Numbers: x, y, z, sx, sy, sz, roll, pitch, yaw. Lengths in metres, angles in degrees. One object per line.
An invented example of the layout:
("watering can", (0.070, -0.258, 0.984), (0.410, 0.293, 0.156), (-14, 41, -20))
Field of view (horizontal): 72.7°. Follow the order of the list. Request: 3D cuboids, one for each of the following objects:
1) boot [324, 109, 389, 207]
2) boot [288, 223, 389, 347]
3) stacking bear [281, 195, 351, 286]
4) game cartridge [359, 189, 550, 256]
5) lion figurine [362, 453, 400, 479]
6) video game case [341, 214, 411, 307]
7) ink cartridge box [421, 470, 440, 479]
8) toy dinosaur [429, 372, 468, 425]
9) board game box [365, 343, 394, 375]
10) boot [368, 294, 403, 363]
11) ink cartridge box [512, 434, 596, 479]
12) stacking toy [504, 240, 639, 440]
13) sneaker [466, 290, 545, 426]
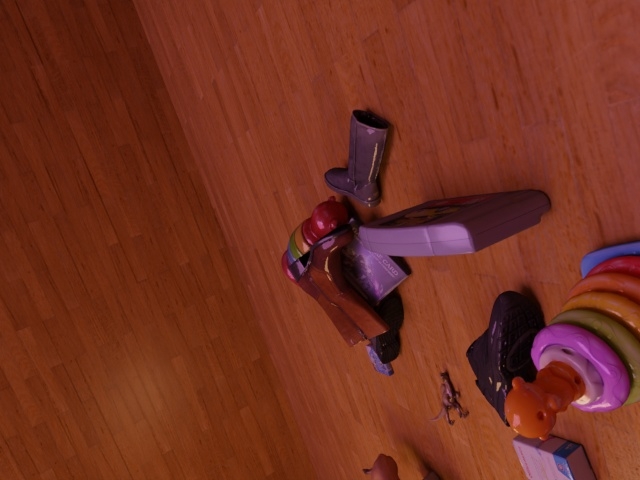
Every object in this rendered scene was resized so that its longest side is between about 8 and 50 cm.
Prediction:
("boot", (0.076, -0.196, 0.997), (0.189, 0.076, 0.209), (30, 146, 34))
("boot", (0.067, 0.122, 1.076), (0.281, 0.096, 0.264), (51, 129, 4))
("stacking bear", (0.000, 0.000, 1.240), (0.289, 0.164, 0.176), (120, 159, -49))
("game cartridge", (0.197, -0.027, 0.739), (0.294, 0.195, 0.060), (0, 113, 64))
("lion figurine", (0.229, 0.775, 1.313), (0.392, 0.142, 0.241), (39, 135, 56))
("video game case", (0.079, 0.092, 1.131), (0.196, 0.026, 0.274), (47, 128, 9))
("ink cartridge box", (0.362, 0.820, 1.329), (0.175, 0.072, 0.128), (50, 152, 33))
("toy dinosaur", (0.321, 0.410, 1.086), (0.093, 0.053, 0.183), (-122, 27, -58))
("board game box", (0.184, 0.372, 1.361), (0.090, 0.020, 0.090), (-14, 97, 67))
("boot", (0.151, 0.219, 1.223), (0.161, 0.083, 0.247), (49, 150, 47))
("ink cartridge box", (0.438, 0.418, 0.818), (0.122, 0.052, 0.089), (-19, 94, 66))
("stacking toy", (0.316, 0.131, 0.495), (0.175, 0.301, 0.165), (64, 157, 2))
("sneaker", (0.327, 0.209, 0.806), (0.130, 0.108, 0.287), (41, 145, 56))
